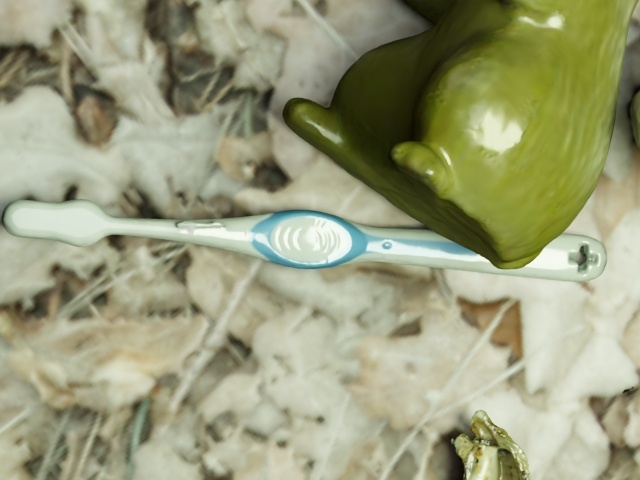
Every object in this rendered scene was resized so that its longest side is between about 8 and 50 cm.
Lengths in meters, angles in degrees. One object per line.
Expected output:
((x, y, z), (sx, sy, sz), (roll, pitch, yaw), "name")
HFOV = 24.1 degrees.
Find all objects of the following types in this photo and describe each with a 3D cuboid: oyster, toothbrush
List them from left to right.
((0.001, 0.000, 0.917), (0.386, 0.040, 0.040), (4, 90, -14), "toothbrush")
((0.098, 0.158, 0.955), (0.083, 0.038, 0.080), (-38, 89, 15), "oyster")

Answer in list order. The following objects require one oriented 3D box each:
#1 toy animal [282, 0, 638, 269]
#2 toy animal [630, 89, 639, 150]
((0.122, -0.171, 0.879), (0.180, 0.181, 0.363), (21, 87, -22), "toy animal")
((0.324, -0.041, 0.921), (0.266, 0.308, 0.188), (19, 130, 16), "toy animal")
